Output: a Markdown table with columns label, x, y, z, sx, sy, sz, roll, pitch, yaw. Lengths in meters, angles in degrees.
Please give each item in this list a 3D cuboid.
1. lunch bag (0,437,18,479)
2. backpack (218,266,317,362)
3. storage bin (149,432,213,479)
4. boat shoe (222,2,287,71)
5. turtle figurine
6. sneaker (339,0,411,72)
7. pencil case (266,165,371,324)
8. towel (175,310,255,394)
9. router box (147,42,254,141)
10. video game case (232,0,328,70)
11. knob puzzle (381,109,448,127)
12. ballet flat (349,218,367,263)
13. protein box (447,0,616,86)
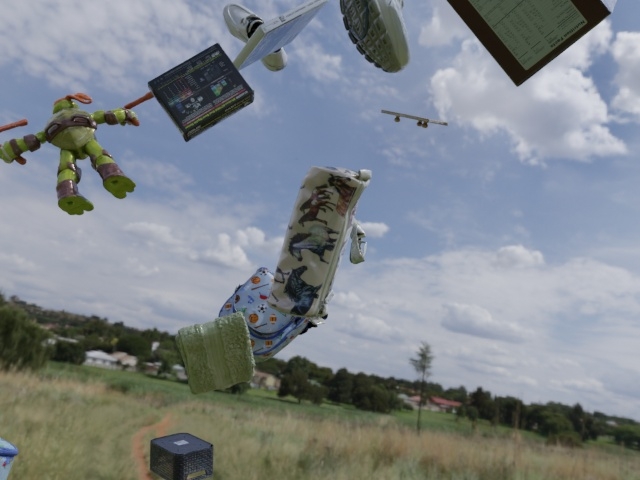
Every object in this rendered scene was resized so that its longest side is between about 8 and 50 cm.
| label | x | y | z | sx | sy | sz | roll | pitch | yaw |
| --- | --- | --- | --- | --- | --- | --- | --- | --- | --- |
| lunch bag | -0.585 | 0.311 | 0.769 | 0.176 | 0.090 | 0.219 | -2 | -25 | 37 |
| backpack | -0.183 | 0.241 | 1.654 | 0.276 | 0.263 | 0.213 | 37 | -20 | 17 |
| storage bin | -0.398 | 0.619 | 1.504 | 0.122 | 0.084 | 0.180 | 3 | -4 | -43 |
| boat shoe | -0.193 | -0.604 | 1.518 | 0.096 | 0.267 | 0.088 | -33 | -14 | -11 |
| turtle figurine | -0.367 | -0.158 | 0.823 | 0.269 | 0.217 | 0.087 | -21 | -26 | -22 |
| sneaker | 0.084 | -0.392 | 0.751 | 0.129 | 0.297 | 0.111 | -22 | 12 | -16 |
| pencil case | 0.000 | 0.000 | 1.342 | 0.183 | 0.410 | 0.160 | 21 | 8 | 31 |
| towel | -0.154 | 0.175 | 0.799 | 0.110 | 0.027 | 0.148 | -15 | -51 | -17 |
| router box | -0.171 | -0.214 | 0.762 | 0.092 | 0.122 | 0.038 | 55 | -12 | 4 |
| video game case | -0.090 | -0.426 | 1.089 | 0.022 | 0.173 | 0.190 | 56 | -26 | -11 |
| knob puzzle | 0.305 | -0.365 | 1.620 | 0.213 | 0.030 | 0.213 | 10 | 15 | -3 |
| ballet flat | 0.121 | 0.000 | 1.657 | 0.052 | 0.168 | 0.057 | -10 | -32 | 20 |
| protein box | 0.279 | -0.354 | 0.716 | 0.201 | 0.200 | 0.136 | 49 | -48 | -5 |
